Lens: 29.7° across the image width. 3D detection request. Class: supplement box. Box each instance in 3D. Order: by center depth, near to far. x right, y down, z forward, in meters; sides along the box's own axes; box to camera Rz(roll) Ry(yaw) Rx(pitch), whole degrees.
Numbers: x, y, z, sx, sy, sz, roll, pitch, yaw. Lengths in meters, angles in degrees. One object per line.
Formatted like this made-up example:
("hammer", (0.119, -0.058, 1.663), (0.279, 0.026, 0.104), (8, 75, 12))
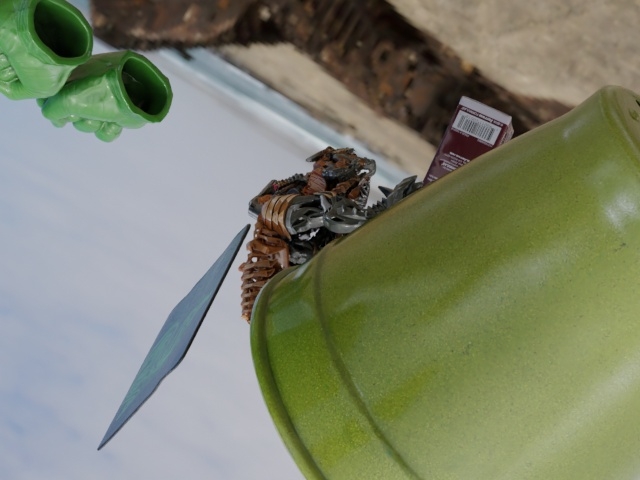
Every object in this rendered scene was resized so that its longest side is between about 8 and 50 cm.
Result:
("supplement box", (0.171, -0.058, 1.577), (0.073, 0.239, 0.130), (26, -178, 11))

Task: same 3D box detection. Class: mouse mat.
("mouse mat", (-0.120, 0.080, 0.975), (0.007, 0.152, 0.189), (32, 139, -9))

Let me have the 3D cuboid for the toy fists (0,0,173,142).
("toy fists", (-0.312, -0.202, 1.446), (0.142, 0.096, 0.279), (0, 161, 34))

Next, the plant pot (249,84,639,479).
("plant pot", (0.193, 0.067, 1.027), (0.366, 0.353, 0.366), (36, -152, -23))

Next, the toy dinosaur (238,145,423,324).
("toy dinosaur", (0.000, 0.000, 1.420), (0.218, 0.322, 0.164), (14, 150, 21))
